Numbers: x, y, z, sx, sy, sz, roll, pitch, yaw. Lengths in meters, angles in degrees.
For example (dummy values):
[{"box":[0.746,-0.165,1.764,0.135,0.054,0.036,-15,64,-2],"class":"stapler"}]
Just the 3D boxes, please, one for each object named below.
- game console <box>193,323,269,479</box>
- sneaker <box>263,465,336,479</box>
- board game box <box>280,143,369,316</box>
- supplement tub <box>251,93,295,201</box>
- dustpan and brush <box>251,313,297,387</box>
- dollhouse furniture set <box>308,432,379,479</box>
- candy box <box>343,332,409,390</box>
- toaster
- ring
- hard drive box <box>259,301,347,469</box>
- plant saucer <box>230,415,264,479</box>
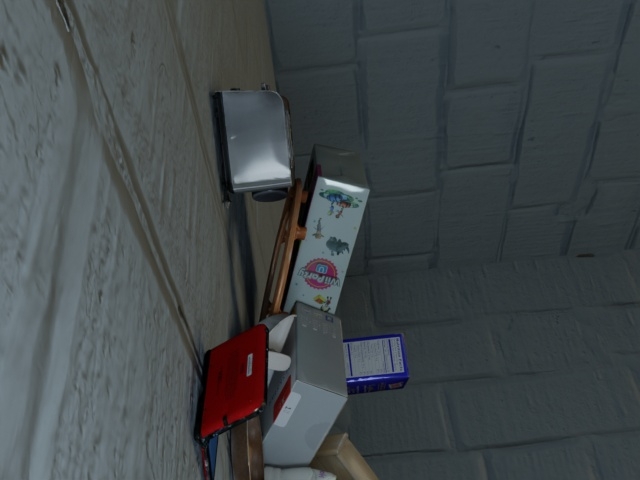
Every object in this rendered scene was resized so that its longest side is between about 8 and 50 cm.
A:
[{"box":[-0.091,0.184,0.875,0.085,0.124,0.144,54,16,-27],"class":"game console"},{"box":[-0.022,0.486,1.161,0.114,0.152,0.305,89,-3,-74],"class":"sneaker"},{"box":[0.000,0.000,1.458,0.224,0.097,0.303,-93,-165,-69],"class":"board game box"},{"box":[-0.104,-0.177,1.521,0.106,0.106,0.198,81,4,-76],"class":"supplement tub"},{"box":[-0.090,0.169,1.143,0.211,0.060,0.147,25,84,-59],"class":"dustpan and brush"},{"box":[-0.034,0.521,1.338,0.174,0.303,0.355,56,40,-19],"class":"dollhouse furniture set"},{"box":[0.060,0.329,2.024,0.268,0.317,0.122,83,2,-73],"class":"candy box"},{"box":[-0.103,-0.155,1.265,0.168,0.110,0.185,-83,168,-82],"class":"toaster"},{"box":[-0.067,0.058,1.370,0.336,0.032,0.336,-168,-90,-83],"class":"ring"},{"box":[-0.036,0.243,1.310,0.232,0.089,0.181,-96,-150,-64],"class":"hard drive box"},{"box":[-0.102,0.301,1.100,0.168,0.029,0.168,-5,90,-90],"class":"plant saucer"}]
